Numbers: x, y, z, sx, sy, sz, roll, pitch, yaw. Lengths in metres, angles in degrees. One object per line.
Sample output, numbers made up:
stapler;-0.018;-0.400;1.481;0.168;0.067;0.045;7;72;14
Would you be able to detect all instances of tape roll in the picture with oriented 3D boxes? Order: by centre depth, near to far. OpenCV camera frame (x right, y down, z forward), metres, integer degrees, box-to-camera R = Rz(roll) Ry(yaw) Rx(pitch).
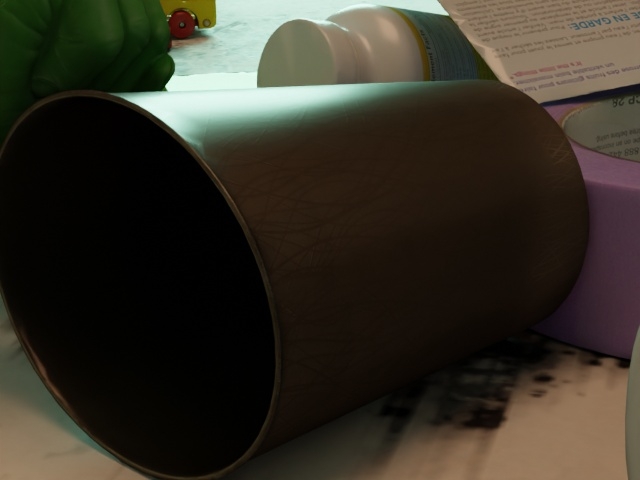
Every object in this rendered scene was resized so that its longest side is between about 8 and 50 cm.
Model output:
tape roll;0.220;-0.021;0.858;0.275;0.090;0.275;-1;18;0

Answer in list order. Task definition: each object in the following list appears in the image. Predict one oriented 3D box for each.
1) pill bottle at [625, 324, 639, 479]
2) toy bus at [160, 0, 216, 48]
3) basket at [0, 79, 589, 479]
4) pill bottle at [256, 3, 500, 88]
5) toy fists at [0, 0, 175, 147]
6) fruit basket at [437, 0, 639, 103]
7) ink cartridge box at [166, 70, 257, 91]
pill bottle;0.272;0.007;0.530;0.224;0.224;0.392;9;23;30
toy bus;-0.203;-0.257;1.603;0.191;0.104;0.202;7;19;26
basket;0.000;0.000;0.722;0.227;0.154;0.204;-12;27;-41
pill bottle;0.051;-0.099;1.039;0.184;0.103;0.103;0;13;-42
toy fists;-0.139;-0.065;0.807;0.142;0.096;0.279;-40;-11;-13
fruit basket;0.187;-0.211;1.066;0.327;0.165;0.353;-12;52;-22
ink cartridge box;-0.138;-0.122;1.060;0.255;0.097;0.189;-3;25;-15
